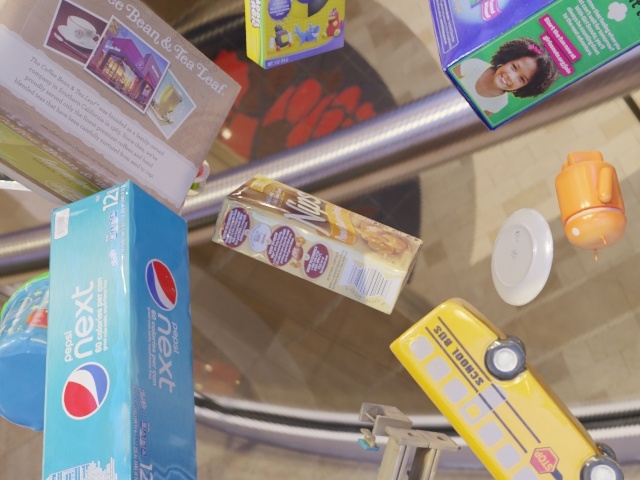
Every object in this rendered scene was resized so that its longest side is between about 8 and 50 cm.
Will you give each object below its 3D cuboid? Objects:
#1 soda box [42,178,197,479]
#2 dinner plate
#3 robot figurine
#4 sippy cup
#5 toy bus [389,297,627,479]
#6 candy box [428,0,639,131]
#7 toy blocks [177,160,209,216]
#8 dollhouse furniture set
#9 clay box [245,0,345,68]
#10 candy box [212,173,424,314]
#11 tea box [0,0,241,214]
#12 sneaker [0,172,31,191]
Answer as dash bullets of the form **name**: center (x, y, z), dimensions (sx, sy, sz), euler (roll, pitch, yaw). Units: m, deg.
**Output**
- **soda box**: center (-0.128, 0.072, 0.631), dimensions (0.067, 0.071, 0.210), euler (-19, 58, 21)
- **dinner plate**: center (0.282, 0.023, 1.403), dimensions (0.141, 0.017, 0.141), euler (-33, 52, 56)
- **robot figurine**: center (0.549, -0.076, 1.996), dimensions (0.158, 0.128, 0.219), euler (-28, 57, 42)
- **sippy cup**: center (-0.442, 0.192, 1.618), dimensions (0.224, 0.240, 0.305), euler (-83, 13, -73)
- **toy bus**: center (0.244, 0.220, 1.235), dimensions (0.130, 0.108, 0.332), euler (-40, 81, 9)
- **candy box**: center (0.296, -0.320, 1.194), dimensions (0.317, 0.122, 0.268), euler (-31, 34, 24)
- **toy blocks**: center (-0.230, -0.103, 1.651), dimensions (0.123, 0.054, 0.148), euler (-53, -1, -25)
- **dollhouse furniture set**: center (0.153, 0.403, 1.845), dimensions (0.184, 0.129, 0.129), euler (-148, 72, -68)
- **clay box**: center (-0.032, -0.340, 1.247), dimensions (0.127, 0.222, 0.053), euler (-22, 43, -26)
- **candy box**: center (0.000, 0.000, 1.635), dimensions (0.317, 0.183, 0.087), euler (23, 109, 7)
- **tea box**: center (-0.346, -0.202, 1.263), dimensions (0.324, 0.329, 0.220), euler (9, 69, 46)
- **sneaker**: center (-0.528, -0.174, 1.900), dimensions (0.296, 0.146, 0.104), euler (4, 20, 7)
